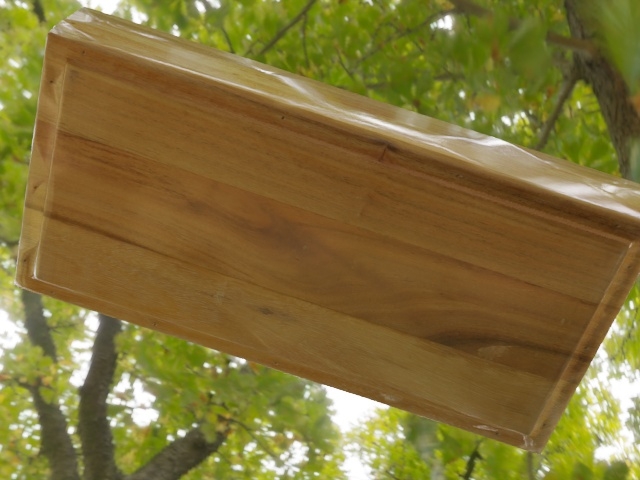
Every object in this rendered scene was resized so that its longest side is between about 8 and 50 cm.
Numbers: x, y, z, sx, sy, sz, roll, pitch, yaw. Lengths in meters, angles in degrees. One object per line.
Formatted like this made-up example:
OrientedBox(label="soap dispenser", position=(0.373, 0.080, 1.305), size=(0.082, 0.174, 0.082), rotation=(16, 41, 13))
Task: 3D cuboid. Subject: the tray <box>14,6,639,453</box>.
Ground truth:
OrientedBox(label="tray", position=(0.000, 0.000, 0.643), size=(0.411, 0.076, 0.203), rotation=(17, -60, -1))
